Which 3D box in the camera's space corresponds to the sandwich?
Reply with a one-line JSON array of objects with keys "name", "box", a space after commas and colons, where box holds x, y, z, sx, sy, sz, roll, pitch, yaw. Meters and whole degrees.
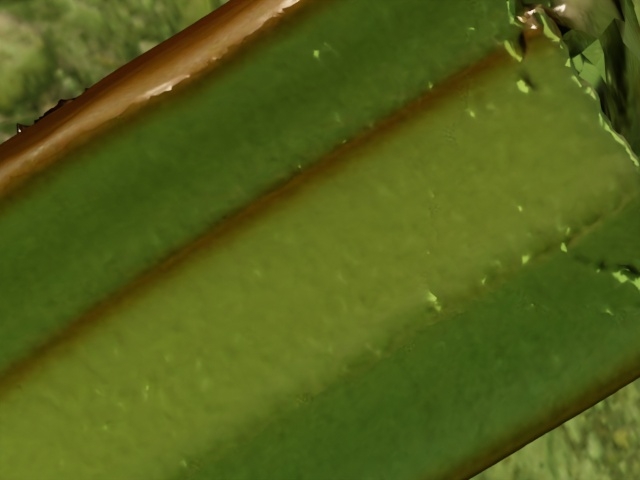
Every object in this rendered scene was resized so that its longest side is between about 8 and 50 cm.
[{"name": "sandwich", "box": [0.000, 0.000, 0.589, 0.155, 0.198, 0.227, 57, 40, -9]}]
